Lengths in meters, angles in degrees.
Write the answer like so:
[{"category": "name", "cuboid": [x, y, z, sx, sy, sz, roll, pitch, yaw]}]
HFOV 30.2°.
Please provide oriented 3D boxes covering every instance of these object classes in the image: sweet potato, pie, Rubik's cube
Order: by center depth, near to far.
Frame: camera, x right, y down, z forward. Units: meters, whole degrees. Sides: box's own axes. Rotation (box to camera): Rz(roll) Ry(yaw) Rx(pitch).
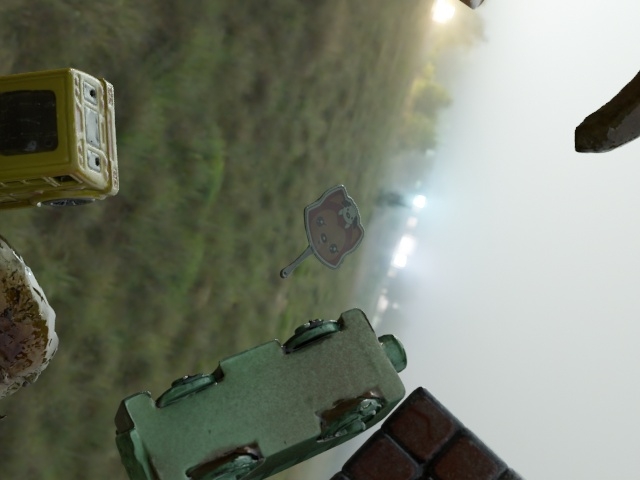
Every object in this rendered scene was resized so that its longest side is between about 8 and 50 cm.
[{"category": "pie", "cuboid": [-0.409, 0.113, 1.204, 0.085, 0.308, 0.308, 53, -40, 40]}, {"category": "sweet potato", "cuboid": [0.373, -0.186, 1.258, 0.273, 0.075, 0.075, -49, 176, -1]}, {"category": "Rubik's cube", "cuboid": [0.157, 0.454, 1.736, 0.344, 0.344, 0.337, -43, 168, -5]}]

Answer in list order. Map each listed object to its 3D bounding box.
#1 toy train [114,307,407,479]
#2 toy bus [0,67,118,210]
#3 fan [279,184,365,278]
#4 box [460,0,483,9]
[{"category": "toy train", "cuboid": [-0.058, 0.182, 1.244, 0.326, 0.129, 0.159, -20, 163, -26]}, {"category": "toy bus", "cuboid": [-0.393, -0.103, 1.271, 0.151, 0.331, 0.145, 30, 54, -80]}, {"category": "fan", "cuboid": [0.000, 0.000, 2.059, 0.220, 0.009, 0.132, -42, 116, -36]}, {"category": "box", "cuboid": [0.100, -0.411, 0.932, 0.318, 0.257, 0.349, -56, 170, 5]}]
